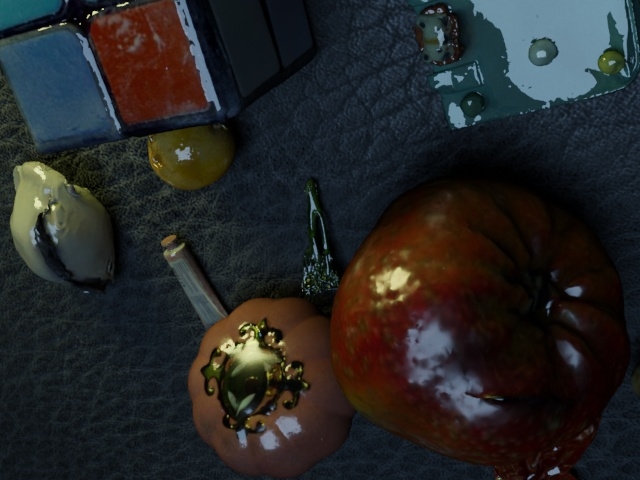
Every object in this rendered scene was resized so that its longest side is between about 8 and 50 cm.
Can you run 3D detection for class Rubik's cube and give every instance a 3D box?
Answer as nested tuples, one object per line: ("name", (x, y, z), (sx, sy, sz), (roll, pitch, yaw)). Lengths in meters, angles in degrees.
("Rubik's cube", (-0.224, -0.322, 0.945), (0.318, 0.313, 0.316), (-7, 114, 24))

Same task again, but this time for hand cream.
("hand cream", (-0.226, 0.083, 1.334), (0.067, 0.043, 0.210), (-12, 118, 28))

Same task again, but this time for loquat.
("loquat", (-0.201, -0.149, 1.143), (0.141, 0.141, 0.141), (9, 120, 16))

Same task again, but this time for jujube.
("jujube", (0.353, 0.301, 1.174), (0.155, 0.155, 0.230), (17, 130, 11))

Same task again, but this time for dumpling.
("dumpling", (-0.484, -0.006, 1.311), (0.204, 0.163, 0.293), (2, 129, 15))

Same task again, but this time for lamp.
("lamp", (-0.070, 0.249, 1.245), (0.305, 0.305, 0.239), (-7, 159, 20))

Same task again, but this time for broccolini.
("broccolini", (-0.001, -0.004, 1.208), (0.074, 0.058, 0.201), (-1, 102, 5))

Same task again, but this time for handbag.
("handbag", (0.250, -0.287, 0.917), (0.274, 0.100, 0.269), (-11, 114, 24))

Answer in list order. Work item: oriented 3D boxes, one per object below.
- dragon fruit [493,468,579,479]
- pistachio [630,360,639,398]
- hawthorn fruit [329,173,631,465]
("dragon fruit", (0.384, 0.512, 1.249), (0.134, 0.211, 0.262), (-8, 120, 32))
("pistachio", (0.576, 0.212, 1.054), (0.238, 0.153, 0.138), (-3, 76, 19))
("hawthorn fruit", (0.202, 0.122, 1.018), (0.403, 0.403, 0.403), (9, 120, 16))
